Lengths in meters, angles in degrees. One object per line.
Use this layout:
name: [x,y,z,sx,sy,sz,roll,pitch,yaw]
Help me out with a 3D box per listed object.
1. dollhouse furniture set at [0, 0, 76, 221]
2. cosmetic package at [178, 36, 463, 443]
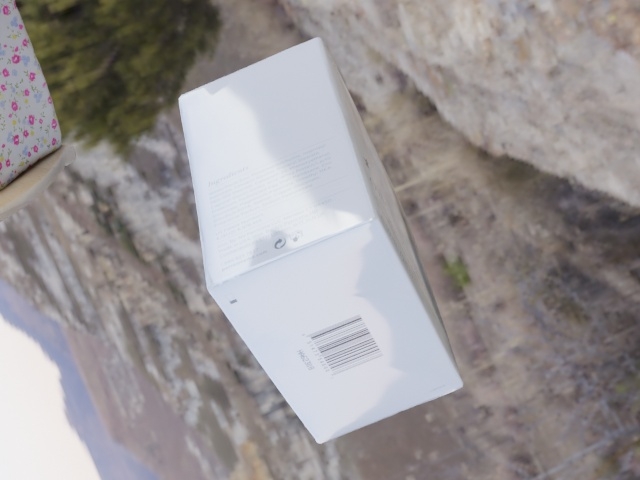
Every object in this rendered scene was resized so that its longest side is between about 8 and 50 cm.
dollhouse furniture set: [-0.202,-0.035,0.745,0.174,0.355,0.303,13,131,34]
cosmetic package: [0.000,0.000,0.965,0.224,0.138,0.224,60,-170,-45]
